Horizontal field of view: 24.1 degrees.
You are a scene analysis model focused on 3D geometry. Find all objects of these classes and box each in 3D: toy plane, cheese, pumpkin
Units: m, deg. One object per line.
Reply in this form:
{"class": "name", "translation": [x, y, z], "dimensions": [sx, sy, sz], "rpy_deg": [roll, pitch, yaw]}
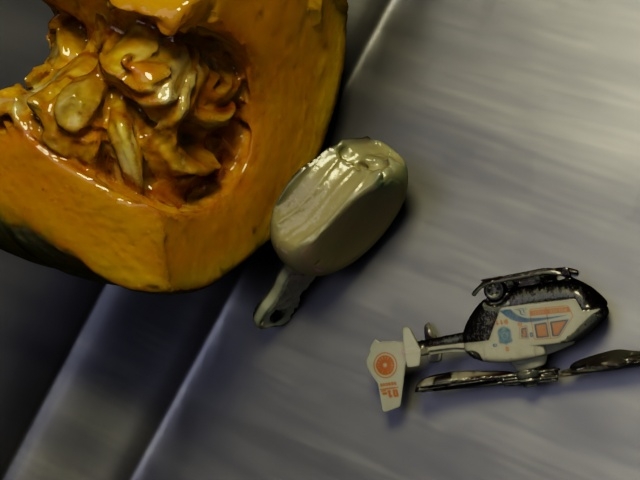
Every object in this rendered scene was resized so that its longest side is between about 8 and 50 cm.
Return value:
{"class": "toy plane", "translation": [0.120, 0.065, 1.029], "dimensions": [0.197, 0.053, 0.078], "rpy_deg": [-13, 85, 22]}
{"class": "cheese", "translation": [-0.004, -0.001, 1.080], "dimensions": [0.171, 0.092, 0.047], "rpy_deg": [-47, 59, 15]}
{"class": "pumpkin", "translation": [-0.129, -0.120, 1.076], "dimensions": [0.225, 0.256, 0.303], "rpy_deg": [21, 112, 26]}
